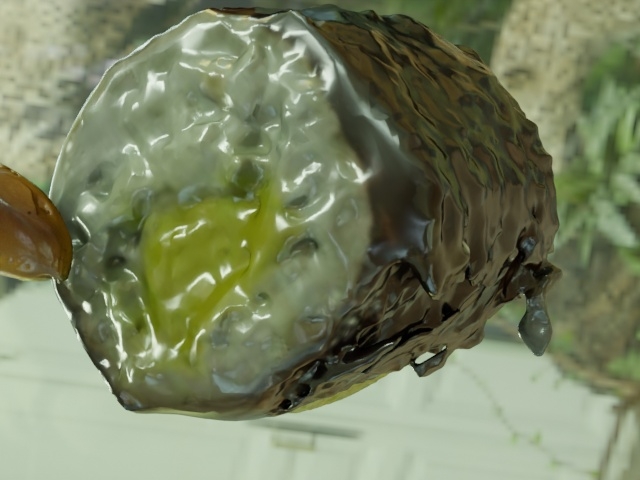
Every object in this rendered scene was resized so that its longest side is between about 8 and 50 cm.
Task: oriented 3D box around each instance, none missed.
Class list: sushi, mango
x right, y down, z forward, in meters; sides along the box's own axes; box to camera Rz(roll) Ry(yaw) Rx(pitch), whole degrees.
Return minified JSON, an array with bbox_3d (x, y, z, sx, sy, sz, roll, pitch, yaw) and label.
[{"bbox_3d":[-0.004,-0.024,1.358,0.294,0.299,0.281,-2,-103,-60],"label":"sushi"},{"bbox_3d":[-0.220,-0.013,1.275,0.063,0.127,0.077,-40,-30,-65],"label":"mango"}]

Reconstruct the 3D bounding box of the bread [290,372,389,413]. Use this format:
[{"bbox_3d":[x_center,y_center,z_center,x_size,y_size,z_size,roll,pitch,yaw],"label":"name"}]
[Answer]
[{"bbox_3d":[0.000,0.000,2.247,0.308,0.348,0.348,56,154,25],"label":"bread"}]
